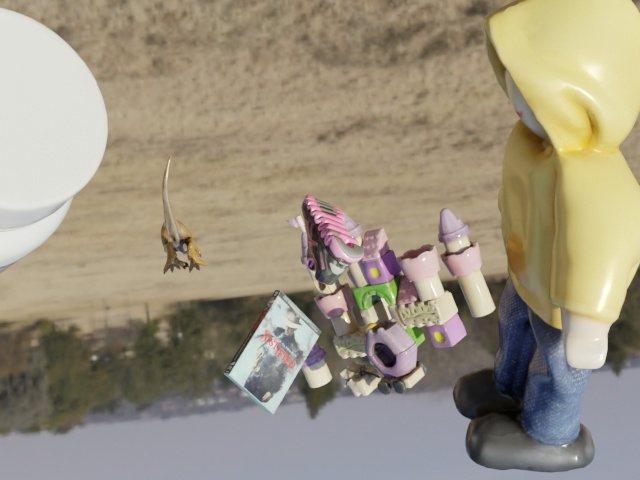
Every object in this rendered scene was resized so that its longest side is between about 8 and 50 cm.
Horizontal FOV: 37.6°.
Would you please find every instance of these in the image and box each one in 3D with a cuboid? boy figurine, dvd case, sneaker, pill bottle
[{"bbox_3d":[0.131,0.000,0.539,0.092,0.285,0.177,-2,-150,0],"label":"boy figurine"},{"bbox_3d":[-0.054,0.131,1.106,0.013,0.119,0.087,1,141,47],"label":"dvd case"},{"bbox_3d":[0.000,0.000,0.921,0.047,0.057,0.119,20,-156,-26],"label":"sneaker"},{"bbox_3d":[-0.349,-0.053,0.851,0.204,0.204,0.361,-3,165,-41],"label":"pill bottle"}]

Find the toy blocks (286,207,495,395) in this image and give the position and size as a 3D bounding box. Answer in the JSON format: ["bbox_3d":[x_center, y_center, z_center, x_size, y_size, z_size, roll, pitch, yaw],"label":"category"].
[{"bbox_3d":[0.078,0.067,1.536,0.289,0.260,0.309,-12,-165,44],"label":"toy blocks"}]

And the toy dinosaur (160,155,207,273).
[{"bbox_3d":[-0.217,-0.012,1.386,0.064,0.112,0.211,-18,151,-9],"label":"toy dinosaur"}]
